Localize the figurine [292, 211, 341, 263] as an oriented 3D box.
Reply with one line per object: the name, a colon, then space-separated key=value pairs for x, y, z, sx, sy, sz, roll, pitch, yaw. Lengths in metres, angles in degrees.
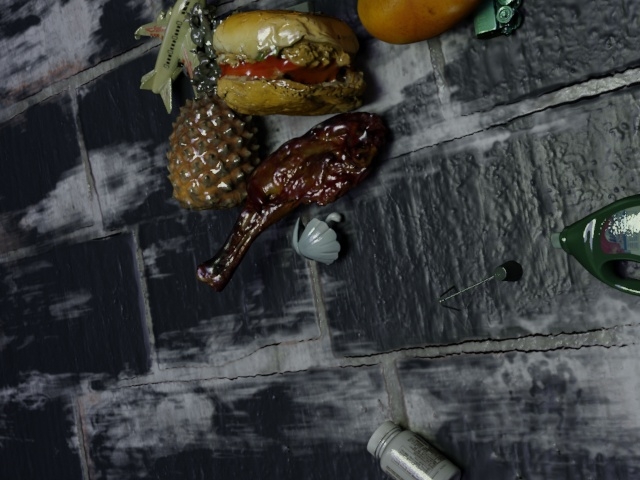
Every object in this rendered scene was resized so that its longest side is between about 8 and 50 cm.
figurine: x=0.000 y=0.000 z=1.426 sx=0.086 sy=0.082 sz=0.094 roll=-12 pitch=111 yaw=22

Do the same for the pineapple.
pineapple: x=-0.189 y=-0.233 z=1.486 sx=0.175 sy=0.175 sz=0.361 roll=0 pitch=95 yaw=38

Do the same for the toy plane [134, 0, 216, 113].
toy plane: x=-0.265 y=-0.368 z=1.584 sx=0.229 sy=0.092 sz=0.244 roll=49 pitch=120 yaw=27

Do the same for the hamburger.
hamburger: x=-0.049 y=-0.283 z=1.338 sx=0.244 sy=0.244 sz=0.163 roll=3 pitch=92 yaw=38

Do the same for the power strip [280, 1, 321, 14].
power strip: x=-0.054 y=-0.377 z=1.462 sx=0.136 sy=0.019 sz=0.051 roll=-4 pitch=89 yaw=39

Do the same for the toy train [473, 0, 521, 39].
toy train: x=0.248 y=-0.362 z=1.214 sx=0.071 sy=0.038 sz=0.148 roll=-8 pitch=89 yaw=41

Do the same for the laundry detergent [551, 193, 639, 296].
laundry detergent: x=0.405 y=0.008 z=1.105 sx=0.211 sy=0.063 sz=0.137 roll=-3 pitch=98 yaw=39

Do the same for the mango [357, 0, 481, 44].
mango: x=0.135 y=-0.365 z=1.233 sx=0.252 sy=0.126 sz=0.153 roll=0 pitch=87 yaw=59

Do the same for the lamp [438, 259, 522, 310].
lamp: x=0.235 y=0.066 z=1.249 sx=0.121 sy=0.054 sz=0.041 roll=-32 pitch=74 yaw=35

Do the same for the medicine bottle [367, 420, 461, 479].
medicine bottle: x=0.144 y=0.349 z=1.328 sx=0.140 sy=0.079 sz=0.079 roll=35 pitch=114 yaw=31

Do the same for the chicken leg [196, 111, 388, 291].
chicken leg: x=-0.054 y=-0.072 z=1.411 sx=0.407 sy=0.096 sz=0.158 roll=-39 pitch=46 yaw=14
